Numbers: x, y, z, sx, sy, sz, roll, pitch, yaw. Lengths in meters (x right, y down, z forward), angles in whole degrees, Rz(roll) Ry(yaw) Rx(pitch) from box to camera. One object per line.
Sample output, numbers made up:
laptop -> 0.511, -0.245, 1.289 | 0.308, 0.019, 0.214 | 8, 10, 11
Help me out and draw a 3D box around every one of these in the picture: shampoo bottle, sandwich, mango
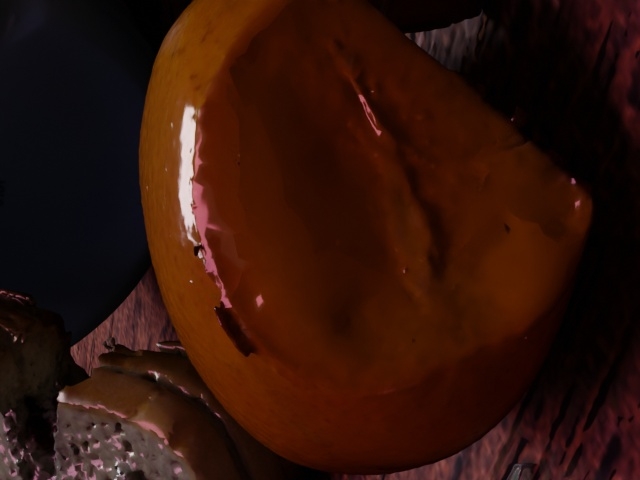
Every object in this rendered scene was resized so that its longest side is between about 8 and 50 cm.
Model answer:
shampoo bottle -> -0.291, -0.115, 1.057 | 0.342, 0.331, 0.331 | -125, 32, -45
sandwich -> -0.132, 0.161, 0.931 | 0.273, 0.095, 0.249 | 15, 117, 31
mango -> 0.000, 0.000, 0.618 | 0.187, 0.138, 0.257 | 56, 171, 6

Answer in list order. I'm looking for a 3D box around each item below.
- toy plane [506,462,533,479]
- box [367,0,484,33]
toy plane -> 0.069, 0.128, 0.639 | 0.083, 0.033, 0.080 | 172, 100, -70
box -> 0.017, -0.177, 0.615 | 0.112, 0.048, 0.175 | 102, 150, -44
